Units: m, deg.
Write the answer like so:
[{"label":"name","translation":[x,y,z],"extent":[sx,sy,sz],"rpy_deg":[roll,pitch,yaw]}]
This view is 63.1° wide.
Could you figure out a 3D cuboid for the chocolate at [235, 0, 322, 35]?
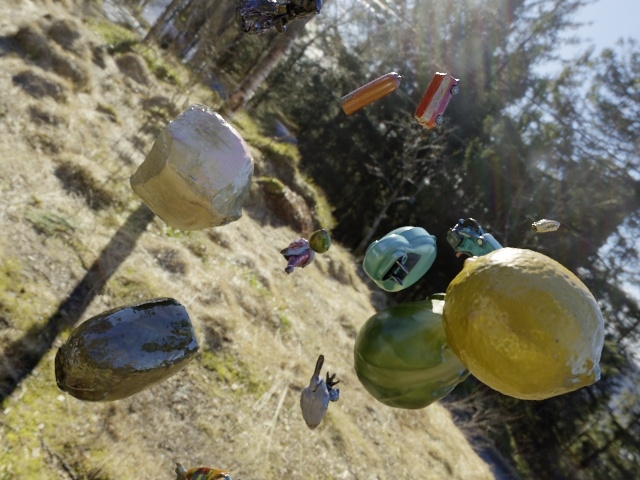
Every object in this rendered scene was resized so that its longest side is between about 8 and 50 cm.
[{"label":"chocolate","translation":[-0.094,-0.679,1.516],"extent":[0.343,0.148,0.126],"rpy_deg":[3,-2,40]}]

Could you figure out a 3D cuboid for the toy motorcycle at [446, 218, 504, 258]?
[{"label":"toy motorcycle","translation":[0.518,0.060,1.710],"extent":[0.124,0.182,0.272],"rpy_deg":[-8,50,-32]}]

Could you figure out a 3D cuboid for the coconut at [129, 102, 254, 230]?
[{"label":"coconut","translation":[-0.397,-0.207,1.740],"extent":[0.405,0.404,0.404],"rpy_deg":[38,13,-10]}]

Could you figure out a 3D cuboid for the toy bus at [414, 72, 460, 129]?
[{"label":"toy bus","translation":[0.363,-0.442,1.650],"extent":[0.077,0.174,0.079],"rpy_deg":[21,12,-29]}]

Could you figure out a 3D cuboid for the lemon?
[{"label":"lemon","translation":[0.433,0.180,1.140],"extent":[0.336,0.336,0.336],"rpy_deg":[38,13,-10]}]

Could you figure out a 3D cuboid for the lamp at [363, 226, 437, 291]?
[{"label":"lamp","translation":[0.224,0.052,1.494],"extent":[0.147,0.209,0.284],"rpy_deg":[40,20,17]}]

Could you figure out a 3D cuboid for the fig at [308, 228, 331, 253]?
[{"label":"fig","translation":[0.000,0.000,1.679],"extent":[0.074,0.088,0.074],"rpy_deg":[11,45,-11]}]

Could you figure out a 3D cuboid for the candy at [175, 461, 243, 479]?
[{"label":"candy","translation":[-0.190,0.398,0.855],"extent":[0.046,0.182,0.053],"rpy_deg":[44,50,-39]}]

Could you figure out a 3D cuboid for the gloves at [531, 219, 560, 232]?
[{"label":"gloves","translation":[0.595,-0.036,1.384],"extent":[0.081,0.037,0.044],"rpy_deg":[-3,33,-9]}]

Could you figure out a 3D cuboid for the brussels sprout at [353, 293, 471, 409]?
[{"label":"brussels sprout","translation":[0.257,0.308,1.443],"extent":[0.315,0.371,0.275],"rpy_deg":[-18,87,-49]}]

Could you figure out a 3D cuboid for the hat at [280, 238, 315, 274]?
[{"label":"hat","translation":[-0.111,0.075,2.144],"extent":[0.140,0.128,0.227],"rpy_deg":[16,24,10]}]

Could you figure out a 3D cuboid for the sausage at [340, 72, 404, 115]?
[{"label":"sausage","translation":[0.083,-0.238,0.835],"extent":[0.031,0.107,0.031],"rpy_deg":[51,24,-34]}]

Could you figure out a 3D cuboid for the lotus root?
[{"label":"lotus root","translation":[-0.526,0.296,1.404],"extent":[0.346,0.250,0.250],"rpy_deg":[-13,51,-45]}]

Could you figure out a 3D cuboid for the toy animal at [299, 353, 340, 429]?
[{"label":"toy animal","translation":[-0.013,0.477,1.610],"extent":[0.091,0.195,0.324],"rpy_deg":[13,-23,17]}]
